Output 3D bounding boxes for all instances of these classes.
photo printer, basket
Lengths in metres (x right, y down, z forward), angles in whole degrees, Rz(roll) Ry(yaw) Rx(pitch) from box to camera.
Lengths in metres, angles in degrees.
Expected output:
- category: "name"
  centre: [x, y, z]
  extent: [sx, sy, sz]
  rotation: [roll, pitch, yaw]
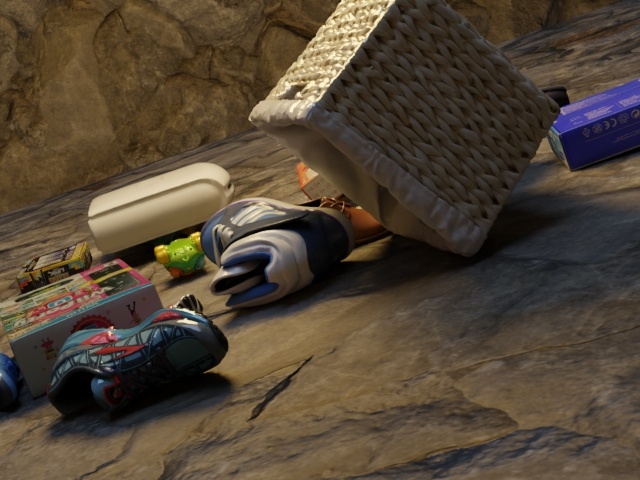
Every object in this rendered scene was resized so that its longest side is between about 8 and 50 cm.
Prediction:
- category: "photo printer"
  centre: [-0.334, -0.078, 2.231]
  extent: [0.307, 0.107, 0.256]
  rotation: [-19, 13, -5]
- category: "basket"
  centre: [0.123, -0.182, 1.560]
  extent: [0.266, 0.331, 0.328]
  rotation: [-53, 17, -5]

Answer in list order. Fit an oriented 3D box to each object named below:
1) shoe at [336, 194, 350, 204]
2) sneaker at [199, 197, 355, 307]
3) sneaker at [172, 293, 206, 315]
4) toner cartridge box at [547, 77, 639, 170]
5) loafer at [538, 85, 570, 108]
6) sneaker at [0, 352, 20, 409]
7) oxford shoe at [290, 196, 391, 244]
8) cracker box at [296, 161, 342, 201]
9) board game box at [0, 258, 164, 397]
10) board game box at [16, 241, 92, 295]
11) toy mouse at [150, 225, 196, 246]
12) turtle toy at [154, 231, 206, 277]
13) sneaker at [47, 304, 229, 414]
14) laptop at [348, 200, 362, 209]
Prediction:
- category: "shoe"
  centre: [0.122, -0.108, 2.037]
  extent: [0.219, 0.058, 0.076]
  rotation: [-20, 33, 8]
- category: "sneaker"
  centre: [-0.127, 0.022, 1.651]
  extent: [0.322, 0.130, 0.236]
  rotation: [0, 17, 38]
- category: "sneaker"
  centre: [-0.222, 0.130, 1.485]
  extent: [0.071, 0.068, 0.170]
  rotation: [-16, 13, 33]
- category: "toner cartridge box"
  centre: [0.571, -0.231, 1.817]
  extent: [0.347, 0.075, 0.165]
  rotation: [-20, 15, 7]
- category: "loafer"
  centre: [0.388, -0.235, 2.161]
  extent: [0.302, 0.095, 0.109]
  rotation: [-17, -18, -17]
- category: "sneaker"
  centre: [-0.475, 0.196, 1.544]
  extent: [0.082, 0.069, 0.209]
  rotation: [-22, 13, -31]
- category: "oxford shoe"
  centre: [0.031, -0.037, 1.755]
  extent: [0.212, 0.076, 0.076]
  rotation: [-5, 28, -3]
- category: "cracker box"
  centre: [0.063, -0.172, 2.015]
  extent: [0.232, 0.067, 0.156]
  rotation: [-38, 18, 8]
- category: "board game box"
  centre: [-0.374, 0.126, 1.638]
  extent: [0.224, 0.098, 0.303]
  rotation: [-22, 15, -17]
- category: "board game box"
  centre: [-0.571, 0.059, 2.262]
  extent: [0.141, 0.048, 0.170]
  rotation: [-17, 13, -4]
- category: "toy mouse"
  centre: [-0.338, -0.011, 2.273]
  extent: [0.143, 0.031, 0.161]
  rotation: [-22, 14, -19]
- category: "turtle toy"
  centre: [-0.251, 0.030, 1.919]
  extent: [0.095, 0.066, 0.130]
  rotation: [-20, 13, -10]
- category: "sneaker"
  centre: [-0.234, 0.170, 1.330]
  extent: [0.261, 0.104, 0.125]
  rotation: [-16, 30, 27]
- category: "laptop"
  centre: [0.182, -0.171, 1.892]
  extent: [0.264, 0.137, 0.234]
  rotation: [-3, 33, 23]
